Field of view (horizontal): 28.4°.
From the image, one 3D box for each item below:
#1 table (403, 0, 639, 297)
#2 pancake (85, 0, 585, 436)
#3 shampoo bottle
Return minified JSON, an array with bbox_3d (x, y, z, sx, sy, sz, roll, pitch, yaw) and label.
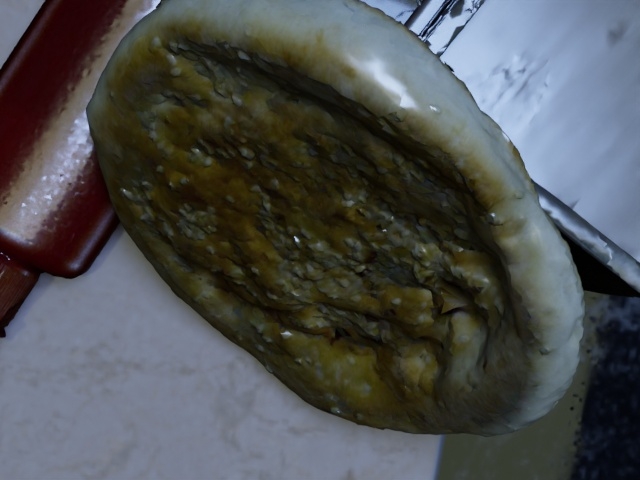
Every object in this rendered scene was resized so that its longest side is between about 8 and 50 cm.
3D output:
[{"bbox_3d":[0.123,-0.088,0.649,0.172,0.193,0.169,38,88,-3],"label":"table"},{"bbox_3d":[0.001,-0.001,0.612,0.282,0.282,0.049,39,55,-3],"label":"pancake"},{"bbox_3d":[-0.136,-0.064,0.699,0.102,0.064,0.260,34,89,-4],"label":"shampoo bottle"}]
